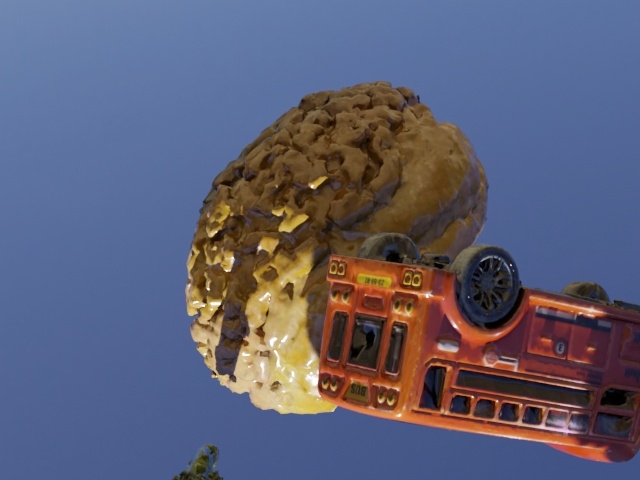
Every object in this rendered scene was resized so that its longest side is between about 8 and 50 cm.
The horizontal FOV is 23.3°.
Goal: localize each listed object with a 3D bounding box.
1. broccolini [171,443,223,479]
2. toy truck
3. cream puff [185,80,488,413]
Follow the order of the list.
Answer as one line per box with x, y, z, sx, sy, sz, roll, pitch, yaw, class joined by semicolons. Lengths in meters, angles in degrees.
-0.103;0.199;1.327;0.067;0.058;0.216;5;-171;3;broccolini
0.125;0.068;0.942;0.253;0.114;0.107;13;176;-35;toy truck
0.000;0.000;1.489;0.327;0.231;0.343;-53;-177;-28;cream puff
